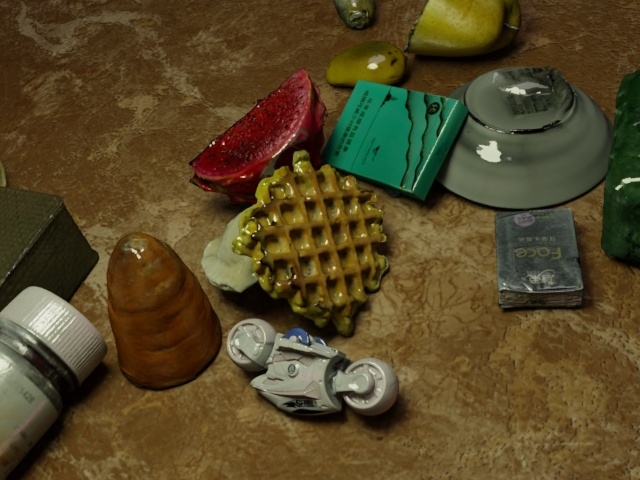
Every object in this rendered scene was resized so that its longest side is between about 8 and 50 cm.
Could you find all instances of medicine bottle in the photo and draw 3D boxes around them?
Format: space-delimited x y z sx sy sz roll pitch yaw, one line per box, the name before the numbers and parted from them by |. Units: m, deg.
medicine bottle | -0.433 0.207 1.069 0.165 0.165 0.273 18 56 30

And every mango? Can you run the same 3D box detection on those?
mango | 0.083 -0.328 1.498 0.161 0.076 0.103 -3 53 26

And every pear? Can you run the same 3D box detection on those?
pear | 0.284 -0.420 1.466 0.178 0.267 0.267 31 57 1

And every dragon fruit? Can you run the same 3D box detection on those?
dragon fruit | -0.082 -0.137 1.283 0.262 0.163 0.189 -37 18 2

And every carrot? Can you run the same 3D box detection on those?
carrot | -0.234 0.086 1.093 0.159 0.225 0.159 -5 48 6

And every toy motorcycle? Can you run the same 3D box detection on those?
toy motorcycle | -0.019 0.176 1.038 0.254 0.112 0.112 16 53 30

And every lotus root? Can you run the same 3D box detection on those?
lotus root | 0.069 -0.501 1.665 0.088 0.088 0.165 -17 35 0

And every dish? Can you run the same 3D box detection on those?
dish | 0.313 -0.193 1.263 0.317 0.106 0.316 -5 47 6

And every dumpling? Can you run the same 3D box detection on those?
dumpling | -0.082 -0.004 1.206 0.179 0.131 0.252 -6 31 45

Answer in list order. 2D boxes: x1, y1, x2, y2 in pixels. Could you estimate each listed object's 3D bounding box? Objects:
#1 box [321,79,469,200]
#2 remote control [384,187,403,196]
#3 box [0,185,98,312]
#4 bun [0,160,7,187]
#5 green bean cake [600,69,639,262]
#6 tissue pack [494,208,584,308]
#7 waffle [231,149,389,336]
box | 0.112 -0.168 1.282 0.226 0.042 0.160 24 88 46
remote control | 0.164 -0.124 1.310 0.152 0.027 0.044 -40 45 -25
box | -0.511 0.062 1.249 0.184 0.143 0.273 9 51 23
bun | -0.716 -0.102 1.463 0.244 0.153 0.243 -12 42 11
green bean cake | 0.552 -0.108 1.082 0.300 0.169 0.307 6 48 22
tissue pack | 0.303 0.024 1.108 0.113 0.051 0.156 -3 46 12
waffle | 0.000 0.000 1.119 0.059 0.243 0.237 -23 39 48
